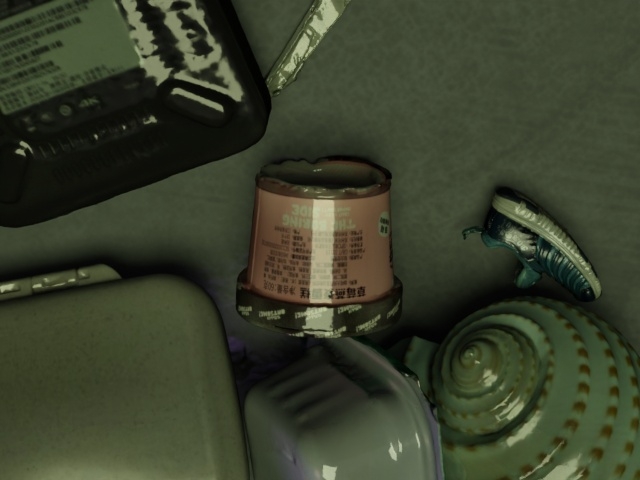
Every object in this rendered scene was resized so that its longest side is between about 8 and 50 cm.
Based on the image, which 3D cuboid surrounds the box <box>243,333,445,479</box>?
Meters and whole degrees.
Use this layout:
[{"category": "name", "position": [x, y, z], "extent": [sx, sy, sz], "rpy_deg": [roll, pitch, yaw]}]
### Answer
[{"category": "box", "position": [0.013, 0.243, 1.143], "extent": [0.106, 0.264, 0.336], "rpy_deg": [-15, 111, -22]}]

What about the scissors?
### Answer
[{"category": "scissors", "position": [0.027, -0.234, 1.093], "extent": [0.109, 0.022, 0.300], "rpy_deg": [33, 108, -11]}]

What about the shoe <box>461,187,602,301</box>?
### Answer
[{"category": "shoe", "position": [0.204, 0.014, 1.180], "extent": [0.143, 0.064, 0.071], "rpy_deg": [38, 106, -13]}]

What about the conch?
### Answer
[{"category": "conch", "position": [0.183, 0.219, 1.192], "extent": [0.303, 0.215, 0.319], "rpy_deg": [-23, 111, 19]}]

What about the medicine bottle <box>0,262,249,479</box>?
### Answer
[{"category": "medicine bottle", "position": [-0.259, 0.176, 1.158], "extent": [0.375, 0.123, 0.282], "rpy_deg": [-10, 83, -1]}]

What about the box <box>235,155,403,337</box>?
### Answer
[{"category": "box", "position": [0.000, 0.000, 1.126], "extent": [0.151, 0.151, 0.135], "rpy_deg": [1, 104, -2]}]

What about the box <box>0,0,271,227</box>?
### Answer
[{"category": "box", "position": [-0.217, -0.168, 1.075], "extent": [0.290, 0.073, 0.289], "rpy_deg": [-17, 113, 13]}]
